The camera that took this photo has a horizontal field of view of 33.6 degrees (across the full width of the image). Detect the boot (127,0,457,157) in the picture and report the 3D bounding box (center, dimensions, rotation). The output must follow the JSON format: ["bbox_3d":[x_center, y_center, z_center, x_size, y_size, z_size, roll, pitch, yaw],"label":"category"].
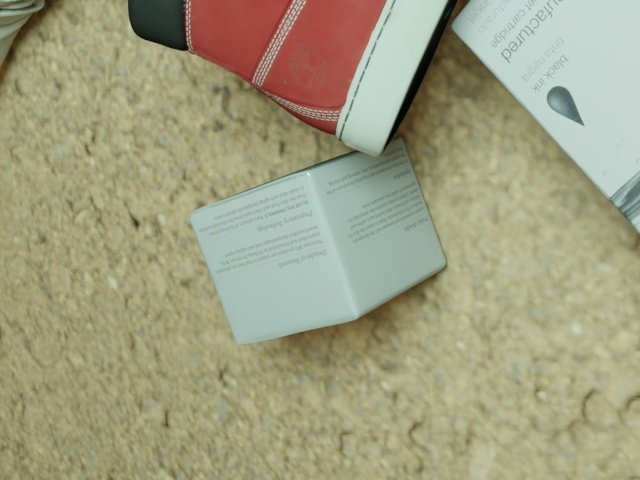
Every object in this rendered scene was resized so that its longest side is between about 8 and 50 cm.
[{"bbox_3d":[-0.001,-0.178,0.481,0.176,0.088,0.244,28,117,5],"label":"boot"}]

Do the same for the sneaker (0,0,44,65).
[{"bbox_3d":[-0.204,-0.208,0.713,0.118,0.110,0.292,38,124,9],"label":"sneaker"}]

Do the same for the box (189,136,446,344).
[{"bbox_3d":[0.000,0.000,0.631,0.102,0.101,0.087,-17,95,40],"label":"box"}]

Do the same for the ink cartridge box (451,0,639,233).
[{"bbox_3d":[0.191,-0.079,0.475,0.218,0.092,0.158,49,126,10],"label":"ink cartridge box"}]
